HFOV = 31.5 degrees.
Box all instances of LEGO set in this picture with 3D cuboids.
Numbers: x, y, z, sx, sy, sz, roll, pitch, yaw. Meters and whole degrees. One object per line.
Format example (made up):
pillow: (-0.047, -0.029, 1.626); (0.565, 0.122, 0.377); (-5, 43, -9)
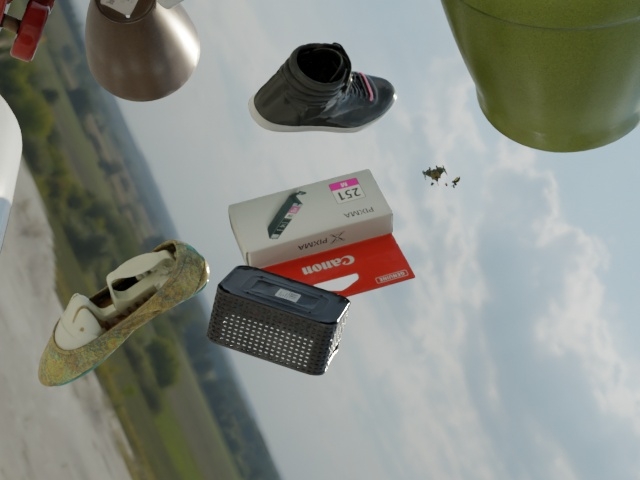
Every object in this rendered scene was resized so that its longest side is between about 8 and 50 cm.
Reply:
LEGO set: (0.244, -0.134, 2.321); (0.083, 0.054, 0.023); (30, 36, -28)

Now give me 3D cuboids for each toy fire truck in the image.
toy fire truck: (-0.497, -0.458, 1.837); (0.254, 0.169, 0.302); (-52, -156, 45)

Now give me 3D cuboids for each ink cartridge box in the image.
ink cartridge box: (0.000, 0.000, 2.000); (0.060, 0.275, 0.239); (86, -16, -45)

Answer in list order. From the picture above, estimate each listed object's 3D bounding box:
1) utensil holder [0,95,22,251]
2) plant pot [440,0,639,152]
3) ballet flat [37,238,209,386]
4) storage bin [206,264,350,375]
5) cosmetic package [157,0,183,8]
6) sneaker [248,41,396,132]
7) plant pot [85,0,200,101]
utensil holder: (-0.574, -0.017, 1.480); (0.327, 0.328, 0.385); (75, 13, -49)
plant pot: (0.302, -0.305, 1.394); (0.353, 0.366, 0.366); (76, -12, -54)
ballet flat: (-0.352, 0.112, 1.918); (0.123, 0.348, 0.123); (56, -2, 3)
storage bin: (-0.059, 0.112, 1.631); (0.122, 0.180, 0.084); (-50, 155, -69)
cosmetic package: (-0.193, -0.632, 1.687); (0.329, 0.327, 0.393); (48, 25, -41)
sneaker: (0.037, -0.253, 1.849); (0.147, 0.296, 0.104); (-44, -116, 47)
plant pot: (-0.336, -0.391, 2.047); (0.230, 0.215, 0.215); (91, -26, -76)
